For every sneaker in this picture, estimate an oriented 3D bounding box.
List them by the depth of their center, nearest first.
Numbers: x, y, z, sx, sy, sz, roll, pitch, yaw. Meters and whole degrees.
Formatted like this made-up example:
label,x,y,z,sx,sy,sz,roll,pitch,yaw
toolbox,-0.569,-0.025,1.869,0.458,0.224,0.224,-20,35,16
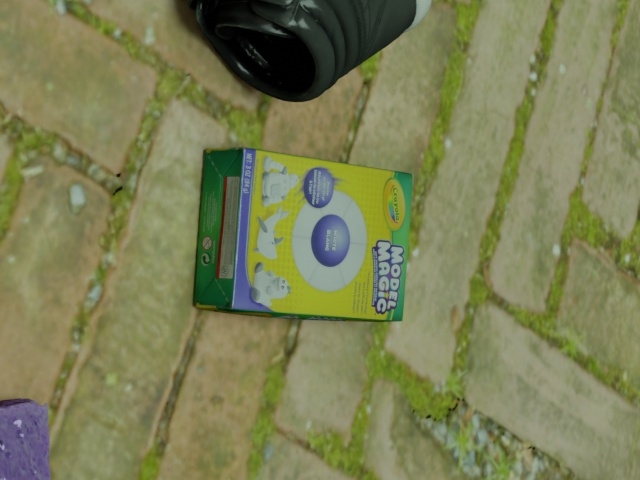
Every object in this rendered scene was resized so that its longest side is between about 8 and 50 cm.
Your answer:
label,x,y,z,sx,sy,sz,roll,pitch,yaw
sneaker,-0.034,-0.214,1.130,0.147,0.104,0.296,-53,128,-36

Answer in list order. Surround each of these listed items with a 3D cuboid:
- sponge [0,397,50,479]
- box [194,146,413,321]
label,x,y,z,sx,sy,sz,roll,pitch,yaw
sponge,-0.237,0.154,0.992,0.210,0.031,0.117,-4,95,-45
box,0.000,0.000,1.212,0.179,0.043,0.105,6,87,-46
